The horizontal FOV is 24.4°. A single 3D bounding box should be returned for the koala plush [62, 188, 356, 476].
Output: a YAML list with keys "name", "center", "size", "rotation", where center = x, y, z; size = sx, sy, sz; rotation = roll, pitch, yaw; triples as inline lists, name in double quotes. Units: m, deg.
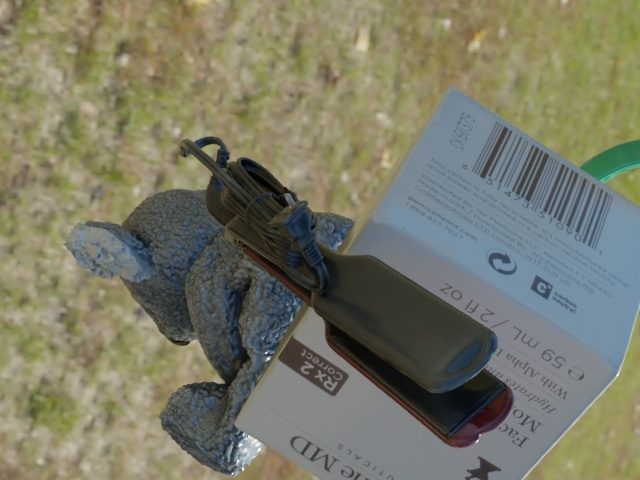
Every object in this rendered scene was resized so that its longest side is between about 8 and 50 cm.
- name: "koala plush"
  center: [-0.077, 0.031, 1.185]
  size: [0.196, 0.221, 0.203]
  rotation: [-21, 136, -48]

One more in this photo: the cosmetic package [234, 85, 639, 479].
- name: "cosmetic package"
  center: [0.073, 0.047, 0.840]
  size: [0.184, 0.151, 0.151]
  rotation: [-58, 180, 38]

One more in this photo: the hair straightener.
- name: "hair straightener"
  center: [0.000, 0.000, 0.689]
  size: [0.047, 0.230, 0.089]
  rotation: [-34, 138, -14]

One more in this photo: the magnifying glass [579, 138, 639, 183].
- name: "magnifying glass"
  center: [0.260, -0.045, 0.915]
  size: [0.026, 0.231, 0.092]
  rotation: [-95, 162, -44]
